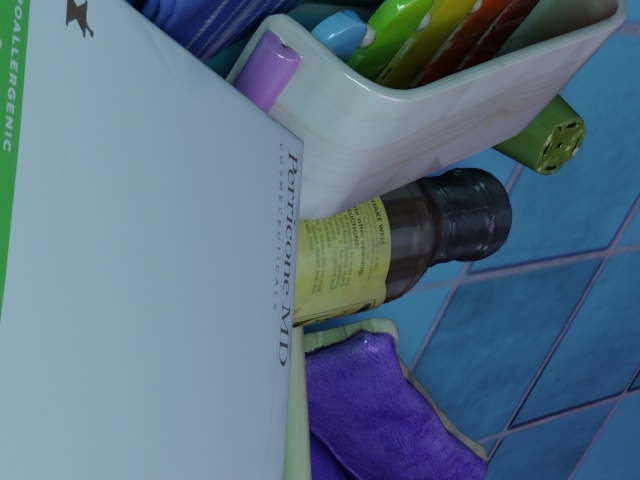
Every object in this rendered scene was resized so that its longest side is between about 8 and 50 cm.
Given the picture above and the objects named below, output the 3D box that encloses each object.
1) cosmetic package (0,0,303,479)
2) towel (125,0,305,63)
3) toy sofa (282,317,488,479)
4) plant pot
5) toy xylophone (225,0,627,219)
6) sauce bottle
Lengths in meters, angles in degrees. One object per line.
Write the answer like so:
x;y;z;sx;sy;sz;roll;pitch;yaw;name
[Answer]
-0.140;0.004;0.508;0.365;0.155;0.197;26;65;-68;cosmetic package
0.021;-0.172;0.658;0.336;0.040;0.243;-35;-176;-20;towel
0.018;0.199;1.006;0.177;0.150;0.362;-10;151;15;toy sofa
0.154;-0.091;0.981;0.083;0.079;0.083;-30;143;-25;plant pot
0.089;-0.122;0.794;0.322;0.081;0.236;-21;159;-50;toy xylophone
0.000;0.000;0.870;0.344;0.111;0.111;-9;132;-43;sauce bottle
